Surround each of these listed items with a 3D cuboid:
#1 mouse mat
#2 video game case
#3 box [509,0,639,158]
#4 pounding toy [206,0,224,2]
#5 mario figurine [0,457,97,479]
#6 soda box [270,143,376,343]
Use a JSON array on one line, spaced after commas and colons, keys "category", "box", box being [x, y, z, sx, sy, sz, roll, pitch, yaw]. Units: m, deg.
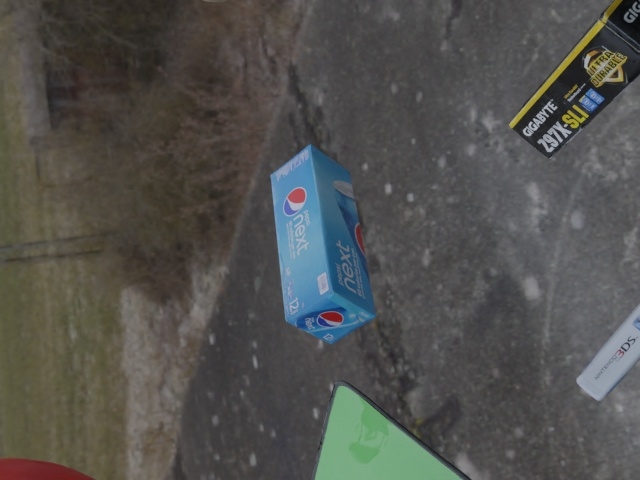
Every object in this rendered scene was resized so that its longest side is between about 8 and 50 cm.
[{"category": "mouse mat", "box": [0.068, 0.204, 0.617, 0.189, 0.007, 0.153, 36, 133, 29]}, {"category": "video game case", "box": [0.417, 0.030, 0.933, 0.036, 0.329, 0.300, 41, 108, 20]}, {"category": "box", "box": [0.384, -0.273, 1.005, 0.079, 0.322, 0.257, 41, 162, 3]}, {"category": "pounding toy", "box": [0.021, -0.245, 0.531, 0.237, 0.183, 0.110, -15, 98, 40]}, {"category": "mario figurine", "box": [-0.226, 0.212, 0.448, 0.170, 0.320, 0.198, -77, -33, -71]}, {"category": "soda box", "box": [0.000, 0.000, 0.913, 0.067, 0.071, 0.210, -34, 44, 29]}]
